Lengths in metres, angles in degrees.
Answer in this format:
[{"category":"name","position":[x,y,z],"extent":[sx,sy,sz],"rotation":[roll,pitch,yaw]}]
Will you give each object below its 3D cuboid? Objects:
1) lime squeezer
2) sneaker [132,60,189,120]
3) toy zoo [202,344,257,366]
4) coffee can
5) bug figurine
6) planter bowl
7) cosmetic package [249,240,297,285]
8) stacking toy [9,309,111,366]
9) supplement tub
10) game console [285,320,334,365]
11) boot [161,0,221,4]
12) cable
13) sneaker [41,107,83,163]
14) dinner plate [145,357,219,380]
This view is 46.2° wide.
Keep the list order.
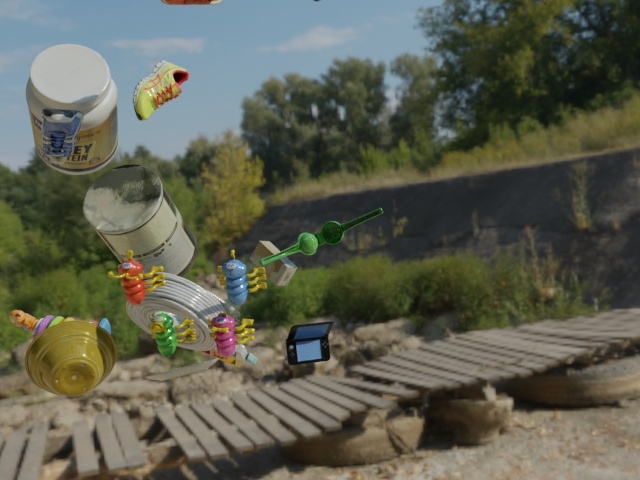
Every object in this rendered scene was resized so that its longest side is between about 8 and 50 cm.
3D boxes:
[{"category":"lime squeezer","position":[0.000,0.000,1.787],"extent":[0.311,0.058,0.110],"rotation":[-23,15,-6]},{"category":"sneaker","position":[-0.412,-0.390,1.955],"extent":[0.094,0.208,0.081],"rotation":[14,-33,16]},{"category":"toy zoo","position":[-0.336,0.323,2.331],"extent":[0.293,0.030,0.192],"rotation":[23,-23,1]},{"category":"coffee can","position":[-0.450,-0.032,1.910],"extent":[0.202,0.201,0.275],"rotation":[-5,-33,9]},{"category":"bug figurine","position":[-0.231,0.114,1.321],"extent":[0.279,0.216,0.072],"rotation":[-1,28,13]},{"category":"planter bowl","position":[-0.597,0.308,1.814],"extent":[0.217,0.217,0.090],"rotation":[-6,27,-21]},{"category":"cosmetic package","position":[-0.116,0.056,1.845],"extent":[0.115,0.060,0.041],"rotation":[40,20,33]},{"category":"stacking toy","position":[-0.815,0.287,2.303],"extent":[0.302,0.165,0.175],"rotation":[24,-39,-3]},{"category":"supplement tub","position":[-0.659,-0.346,2.009],"extent":[0.229,0.228,0.316],"rotation":[-6,-26,-17]},{"category":"game console","position":[-0.025,0.275,2.004],"extent":[0.122,0.107,0.071],"rotation":[-3,-7,-21]},{"category":"boot","position":[-0.288,-0.556,1.689],"extent":[0.085,0.059,0.158],"rotation":[21,28,30]},{"category":"cable","position":[-0.359,0.182,1.874],"extent":[0.257,0.089,0.257],"rotation":[38,-38,-23]},{"category":"sneaker","position":[-0.516,-0.210,1.500],"extent":[0.080,0.081,0.211],"rotation":[3,-8,-16]},{"category":"dinner plate","position":[-0.259,0.246,1.416],"extent":[0.141,0.017,0.141],"rotation":[-15,-5,-1]}]
